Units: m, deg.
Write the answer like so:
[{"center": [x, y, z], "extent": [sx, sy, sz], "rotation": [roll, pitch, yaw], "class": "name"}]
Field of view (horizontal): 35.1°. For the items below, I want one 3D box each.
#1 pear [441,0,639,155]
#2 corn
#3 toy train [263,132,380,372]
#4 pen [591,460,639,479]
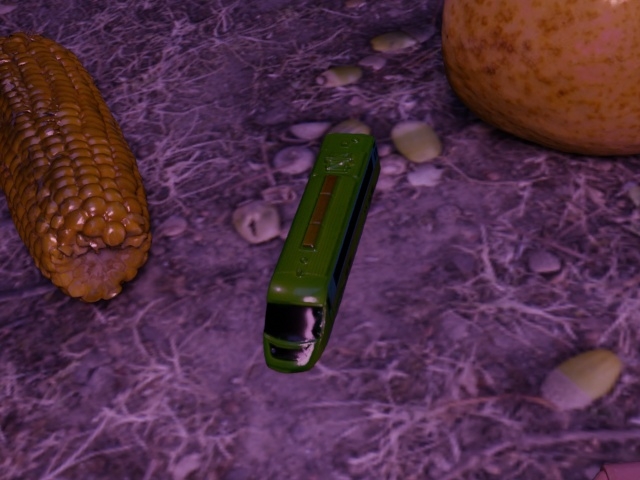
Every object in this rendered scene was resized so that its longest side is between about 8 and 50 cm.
[{"center": [0.213, -0.186, 0.746], "extent": [0.271, 0.271, 0.271], "rotation": [-6, 43, 6], "class": "pear"}, {"center": [-0.208, -0.074, 0.796], "extent": [0.115, 0.115, 0.318], "rotation": [-25, 44, -14], "class": "corn"}, {"center": [0.000, 0.000, 0.719], "extent": [0.044, 0.042, 0.209], "rotation": [3, 44, 16], "class": "toy train"}, {"center": [0.202, 0.140, 0.536], "extent": [0.197, 0.032, 0.053], "rotation": [-6, 44, 2], "class": "pen"}]
